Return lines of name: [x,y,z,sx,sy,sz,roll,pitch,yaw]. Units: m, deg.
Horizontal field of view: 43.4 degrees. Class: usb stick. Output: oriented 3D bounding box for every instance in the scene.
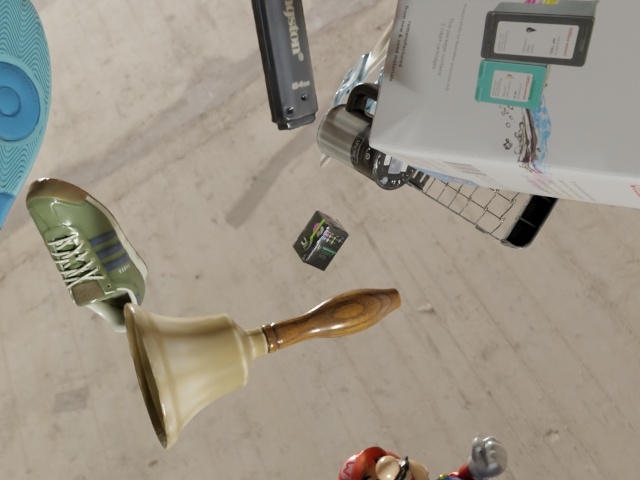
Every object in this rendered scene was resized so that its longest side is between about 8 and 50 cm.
usb stick: [-0.049,-0.268,0.922,0.045,0.278,0.077,1,-161,29]

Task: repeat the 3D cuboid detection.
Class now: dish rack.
dish rack: [0.270,-0.129,1.348,0.271,0.074,0.208,33,-100,4]

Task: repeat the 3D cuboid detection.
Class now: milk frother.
milk frother: [0.097,-0.145,1.146,0.134,0.143,0.129,37,-78,44]

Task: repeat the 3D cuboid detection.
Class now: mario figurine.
mario figurine: [0.158,0.366,1.134,0.320,0.198,0.170,9,-80,36]

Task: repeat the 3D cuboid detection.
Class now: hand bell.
hand bell: [-0.039,0.083,0.711,0.242,0.126,0.126,-16,-130,-21]

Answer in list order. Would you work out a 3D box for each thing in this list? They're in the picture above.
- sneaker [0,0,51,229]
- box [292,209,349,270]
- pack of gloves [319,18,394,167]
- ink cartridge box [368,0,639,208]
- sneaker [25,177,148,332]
sneaker: [-0.305,-0.029,0.534,0.208,0.127,0.319,2,-107,37]
box: [0.000,0.000,1.436,0.083,0.052,0.062,-56,-146,14]
pack of gloves: [0.053,-0.265,1.390,0.232,0.046,0.195,-43,-149,53]
ink cartridge box: [0.223,-0.149,0.769,0.270,0.198,0.197,12,-90,29]
sneaker: [-0.234,0.025,0.821,0.064,0.192,0.086,-13,-127,12]
